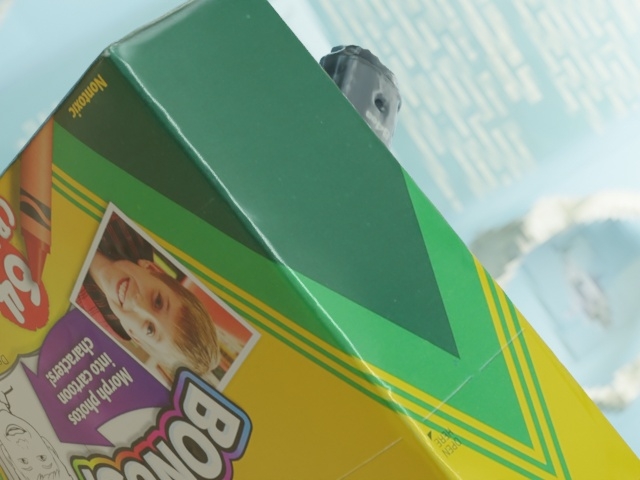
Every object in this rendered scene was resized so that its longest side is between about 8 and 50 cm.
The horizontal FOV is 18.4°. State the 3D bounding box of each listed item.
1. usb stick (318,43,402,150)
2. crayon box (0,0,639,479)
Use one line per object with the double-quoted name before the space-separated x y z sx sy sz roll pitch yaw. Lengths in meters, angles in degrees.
"usb stick" 0.000 0.000 1.319 0.045 0.278 0.077 -9 -33 42
"crayon box" -0.054 0.088 1.018 0.313 0.106 0.363 52 -38 2
